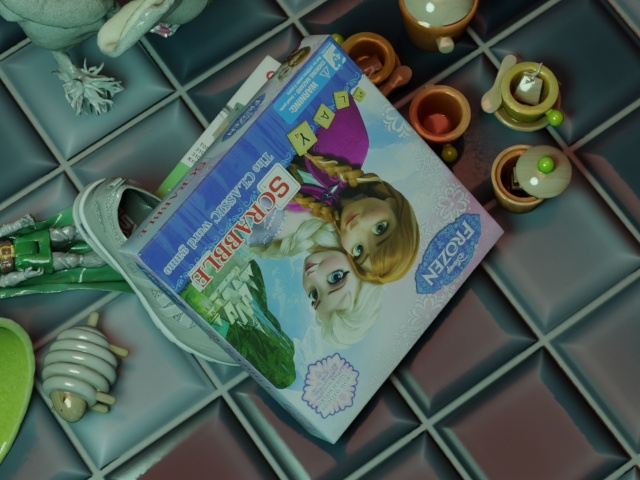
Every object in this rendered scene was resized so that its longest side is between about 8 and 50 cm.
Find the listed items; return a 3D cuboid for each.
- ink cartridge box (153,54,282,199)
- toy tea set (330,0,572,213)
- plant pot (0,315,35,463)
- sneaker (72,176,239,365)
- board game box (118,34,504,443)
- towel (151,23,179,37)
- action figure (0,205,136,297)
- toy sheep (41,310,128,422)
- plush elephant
[{"bbox_3d":[-0.062,-0.080,1.679,0.160,0.092,0.219,34,76,10],"label":"ink cartridge box"},{"bbox_3d":[0.174,-0.186,1.694,0.336,0.124,0.200,40,77,12],"label":"toy tea set"},{"bbox_3d":[-0.490,0.150,1.540,0.254,0.276,0.276,28,74,20],"label":"plant pot"},{"bbox_3d":[-0.154,0.038,1.602,0.281,0.115,0.105,40,68,-12],"label":"sneaker"},{"bbox_3d":[0.000,0.000,1.581,0.318,0.066,0.319,45,76,-23],"label":"board game box"},{"bbox_3d":[-0.236,-0.349,1.800,0.197,0.029,0.144,25,73,8],"label":"towel"},{"bbox_3d":[-0.331,0.016,1.666,0.232,0.063,0.137,-10,62,-6],"label":"action figure"},{"bbox_3d":[-0.265,0.141,1.618,0.091,0.091,0.132,8,59,3],"label":"toy sheep"},{"bbox_3d":[-0.233,-0.319,1.642,0.255,0.272,0.330,-19,109,19],"label":"plush elephant"}]
